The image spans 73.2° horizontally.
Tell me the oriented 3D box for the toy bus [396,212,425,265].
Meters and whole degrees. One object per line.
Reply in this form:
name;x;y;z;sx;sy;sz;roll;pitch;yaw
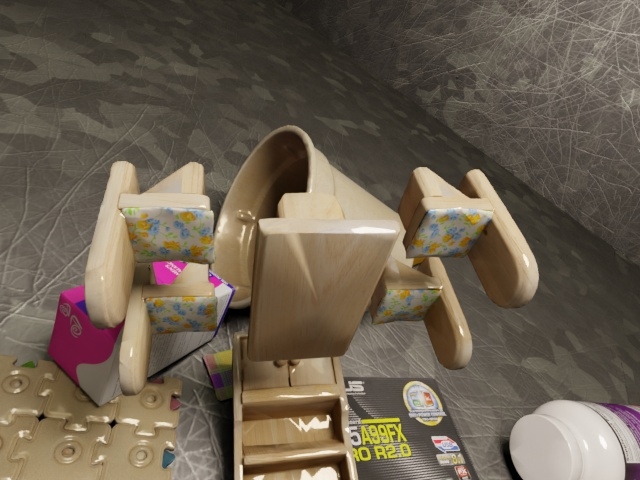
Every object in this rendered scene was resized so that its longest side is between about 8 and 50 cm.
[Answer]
toy bus;0.225;-0.003;1.148;0.332;0.108;0.130;-13;56;-46

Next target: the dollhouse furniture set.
dollhouse furniture set;-0.016;0.143;0.468;0.361;0.394;0.257;0;49;-13

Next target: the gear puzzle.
gear puzzle;-0.342;0.222;0.508;0.338;0.044;0.175;16;31;-22

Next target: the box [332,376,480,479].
box;0.111;0.331;0.694;0.270;0.060;0.216;11;41;-27

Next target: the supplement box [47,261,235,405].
supplement box;-0.245;0.112;0.619;0.111;0.114;0.220;35;27;16

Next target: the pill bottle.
pill bottle;0.519;0.400;0.810;0.322;0.182;0.182;12;39;-24

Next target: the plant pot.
plant pot;0.000;0.000;0.836;0.305;0.334;0.334;22;34;-34

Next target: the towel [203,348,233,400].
towel;-0.149;0.213;0.690;0.060;0.009;0.083;-2;48;-39
